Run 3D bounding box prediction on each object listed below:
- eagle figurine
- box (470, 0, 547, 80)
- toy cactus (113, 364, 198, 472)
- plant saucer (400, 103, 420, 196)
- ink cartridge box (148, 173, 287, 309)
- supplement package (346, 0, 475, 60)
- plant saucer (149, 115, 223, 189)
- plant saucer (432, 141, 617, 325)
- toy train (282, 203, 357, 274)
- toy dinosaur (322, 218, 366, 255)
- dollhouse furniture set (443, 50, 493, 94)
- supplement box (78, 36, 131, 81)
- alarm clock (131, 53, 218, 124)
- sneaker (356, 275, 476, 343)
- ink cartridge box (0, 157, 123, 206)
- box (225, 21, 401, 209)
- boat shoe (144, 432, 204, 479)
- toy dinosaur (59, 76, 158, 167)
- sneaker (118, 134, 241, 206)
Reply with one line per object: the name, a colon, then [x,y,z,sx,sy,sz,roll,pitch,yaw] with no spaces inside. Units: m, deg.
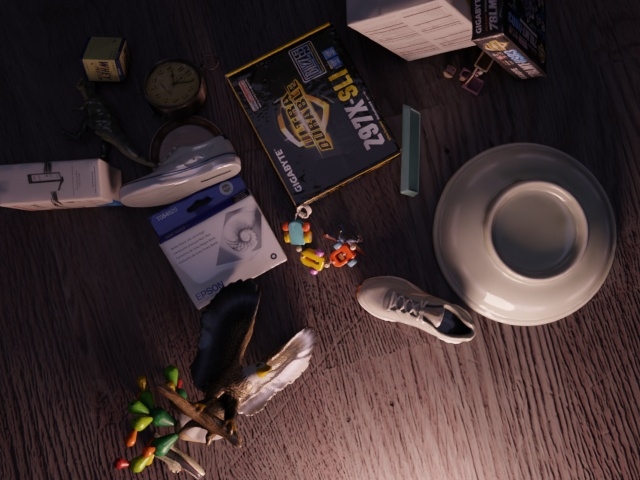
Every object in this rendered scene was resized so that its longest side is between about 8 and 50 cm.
eagle figurine: [-0.155,0.257,1.254,0.225,0.298,0.226,3,129,22]
box: [0.383,-0.505,1.273,0.073,0.296,0.293,-1,87,36]
toy cactus: [-0.314,0.375,1.290,0.181,0.112,0.218,25,53,-16]
plant saucer: [0.196,-0.193,1.355,0.018,0.067,0.191,-1,85,33]
ink cartridge box: [-0.217,-0.004,1.333,0.223,0.045,0.223,-30,95,-2]
supplement package: [0.198,-0.502,1.244,0.198,0.263,0.199,-4,86,34]
plant saucer: [-0.283,-0.185,1.365,0.169,0.029,0.168,0,86,-1]
plant saucer: [0.443,-0.017,1.332,0.401,0.100,0.400,0,87,-1]
toy train: [0.000,0.000,1.332,0.166,0.046,0.125,48,121,-1]
toy dinosaur: [0.047,0.000,1.355,0.082,0.047,0.090,-9,99,19]
dollhouse furniture set: [0.336,-0.393,1.360,0.091,0.081,0.114,30,87,1]
supplement box: [-0.456,-0.386,1.343,0.083,0.056,0.083,1,52,-1]
alarm clock: [-0.296,-0.335,1.350,0.192,0.064,0.129,-41,73,-8]
sneaker: [0.205,0.140,1.307,0.263,0.121,0.099,18,86,0]
ink cartridge box: [-0.530,-0.112,1.297,0.203,0.148,0.085,-4,89,0]
box: [-0.015,-0.263,1.351,0.257,0.079,0.321,-27,87,-4]
boat shoe: [-0.304,0.458,1.315,0.137,0.049,0.043,34,75,7]
toy dinosaur: [-0.471,-0.230,1.344,0.118,0.064,0.268,-38,85,2]
sneaker: [-0.296,-0.144,1.314,0.258,0.094,0.091,-19,69,-6]
